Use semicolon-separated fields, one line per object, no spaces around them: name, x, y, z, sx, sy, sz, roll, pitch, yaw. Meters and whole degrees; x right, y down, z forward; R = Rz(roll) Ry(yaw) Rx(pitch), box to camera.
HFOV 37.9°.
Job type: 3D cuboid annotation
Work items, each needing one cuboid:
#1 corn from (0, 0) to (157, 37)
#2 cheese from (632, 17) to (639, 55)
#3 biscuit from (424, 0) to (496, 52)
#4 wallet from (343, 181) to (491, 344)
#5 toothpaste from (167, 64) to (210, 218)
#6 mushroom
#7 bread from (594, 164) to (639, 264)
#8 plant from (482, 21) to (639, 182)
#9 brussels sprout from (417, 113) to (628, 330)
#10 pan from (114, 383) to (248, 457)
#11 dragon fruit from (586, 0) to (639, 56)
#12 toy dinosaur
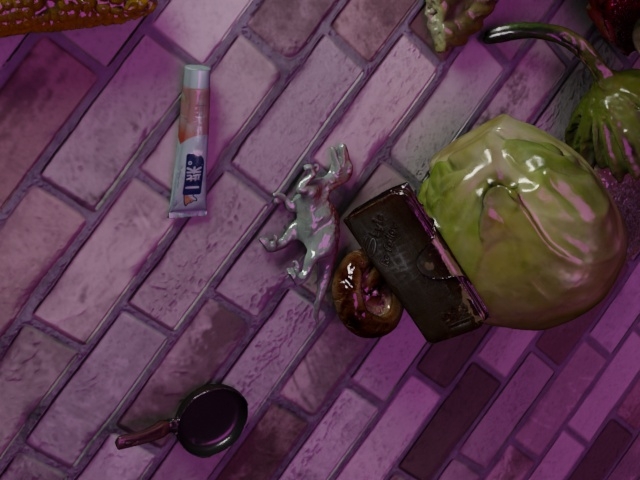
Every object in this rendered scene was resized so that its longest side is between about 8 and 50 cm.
corn;-0.332;-0.274;1.046;0.319;0.097;0.097;-16;115;-23
cheese;0.564;-0.300;1.373;0.175;0.091;0.202;45;64;3
biscuit;0.194;-0.422;1.318;0.187;0.036;0.274;-39;121;-17
wallet;0.135;0.038;1.318;0.232;0.122;0.031;56;40;-6
toothpaste;-0.168;-0.126;1.226;0.056;0.036;0.205;-4;113;-27
mushroom;0.073;0.060;1.402;0.135;0.080;0.171;13;88;-48
bread;0.510;-0.053;1.621;0.286;0.056;0.207;-48;125;-7
plant;0.431;-0.212;1.405;0.251;0.180;0.333;-23;141;31
brussels sprout;0.285;-0.013;1.378;0.328;0.247;0.328;5;115;11
pan;-0.201;0.267;1.343;0.212;0.040;0.115;-6;111;-35
dragon fruit;0.488;-0.400;1.429;0.262;0.163;0.189;62;30;-53
toy dinosaur;0.000;0.000;1.350;0.167;0.053;0.242;-27;111;-22
